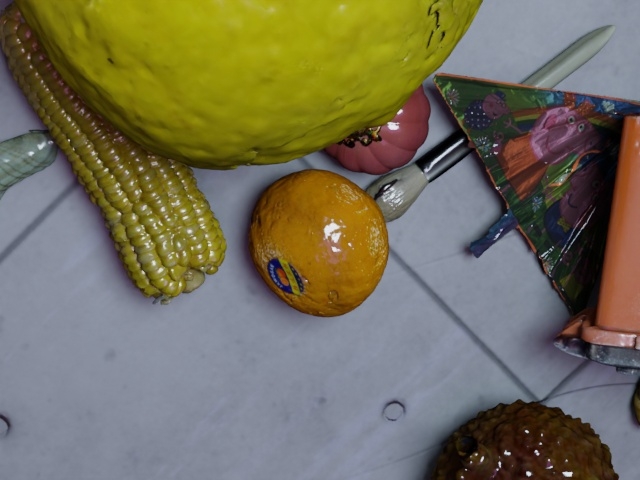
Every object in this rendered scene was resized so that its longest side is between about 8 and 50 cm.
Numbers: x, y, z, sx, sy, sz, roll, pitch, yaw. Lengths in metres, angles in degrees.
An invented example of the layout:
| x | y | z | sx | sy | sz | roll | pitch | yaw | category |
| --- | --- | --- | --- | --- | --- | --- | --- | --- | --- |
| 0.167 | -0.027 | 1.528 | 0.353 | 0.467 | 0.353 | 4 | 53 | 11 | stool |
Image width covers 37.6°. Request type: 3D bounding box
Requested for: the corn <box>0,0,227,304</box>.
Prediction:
| x | y | z | sx | sy | sz | roll | pitch | yaw | category |
| --- | --- | --- | --- | --- | --- | --- | --- | --- | --- |
| -0.180 | -0.082 | 0.814 | 0.101 | 0.101 | 0.292 | -30 | 103 | -1 | corn |

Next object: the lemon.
| x | y | z | sx | sy | sz | roll | pitch | yaw | category |
| --- | --- | --- | --- | --- | --- | --- | --- | --- | --- |
| -0.060 | -0.235 | 0.669 | 0.350 | 0.350 | 0.387 | -35 | 111 | 0 | lemon |

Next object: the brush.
| x | y | z | sx | sy | sz | roll | pitch | yaw | category |
| --- | --- | --- | --- | --- | --- | --- | --- | --- | --- |
| 0.160 | -0.115 | 0.890 | 0.299 | 0.039 | 0.042 | -38 | 106 | 0 | brush |

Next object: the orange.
| x | y | z | sx | sy | sz | roll | pitch | yaw | category |
| --- | --- | --- | --- | --- | --- | --- | --- | --- | --- |
| 0.000 | -0.002 | 0.845 | 0.135 | 0.135 | 0.117 | 49 | 54 | -17 | orange |

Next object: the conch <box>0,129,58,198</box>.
| x | y | z | sx | sy | sz | roll | pitch | yaw | category |
| --- | --- | --- | --- | --- | --- | --- | --- | --- | --- |
| -0.346 | -0.022 | 0.792 | 0.233 | 0.114 | 0.137 | 4 | 117 | -16 | conch |

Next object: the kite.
| x | y | z | sx | sy | sz | roll | pitch | yaw | category |
| --- | --- | --- | --- | --- | --- | --- | --- | --- | --- |
| 0.232 | -0.067 | 0.906 | 0.234 | 0.016 | 0.321 | -37 | 116 | -3 | kite |

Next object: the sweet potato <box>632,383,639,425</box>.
| x | y | z | sx | sy | sz | roll | pitch | yaw | category |
| --- | --- | --- | --- | --- | --- | --- | --- | --- | --- |
| 0.407 | 0.040 | 0.954 | 0.108 | 0.079 | 0.346 | 13 | 105 | 11 | sweet potato |

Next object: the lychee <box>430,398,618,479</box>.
| x | y | z | sx | sy | sz | roll | pitch | yaw | category |
| --- | --- | --- | --- | --- | --- | --- | --- | --- | --- |
| 0.191 | 0.251 | 0.909 | 0.200 | 0.200 | 0.238 | -43 | 122 | 3 | lychee |

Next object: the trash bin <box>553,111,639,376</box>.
| x | y | z | sx | sy | sz | roll | pitch | yaw | category |
| --- | --- | --- | --- | --- | --- | --- | --- | --- | --- |
| 0.317 | 0.000 | 0.862 | 0.184 | 0.161 | 0.239 | 2 | 96 | 22 | trash bin |

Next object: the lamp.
| x | y | z | sx | sy | sz | roll | pitch | yaw | category |
| --- | --- | --- | --- | --- | --- | --- | --- | --- | --- |
| 0.046 | -0.112 | 0.841 | 0.107 | 0.092 | 0.108 | 5 | 101 | 25 | lamp |
